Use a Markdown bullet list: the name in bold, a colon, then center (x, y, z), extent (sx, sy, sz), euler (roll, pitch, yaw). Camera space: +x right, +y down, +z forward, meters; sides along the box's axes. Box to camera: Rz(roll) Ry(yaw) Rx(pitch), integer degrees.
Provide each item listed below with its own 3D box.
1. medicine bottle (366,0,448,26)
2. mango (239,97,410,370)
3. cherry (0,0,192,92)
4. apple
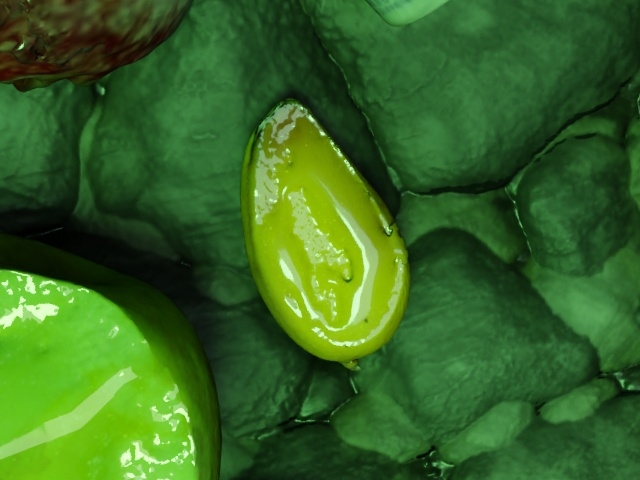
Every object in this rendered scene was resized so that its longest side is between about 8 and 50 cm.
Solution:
- **medicine bottle**: center (-0.025, -0.284, 0.522), extent (0.341, 0.130, 0.130), euler (44, 89, -18)
- **mango**: center (0.000, 0.000, 0.623), extent (0.101, 0.066, 0.187), euler (-23, 101, 0)
- **cherry**: center (-0.148, -0.194, 0.468), extent (0.192, 0.175, 0.249), euler (-28, 129, -39)
- **apple**: center (-0.170, 0.113, 0.508), extent (0.246, 0.246, 0.226), euler (27, 93, -18)
